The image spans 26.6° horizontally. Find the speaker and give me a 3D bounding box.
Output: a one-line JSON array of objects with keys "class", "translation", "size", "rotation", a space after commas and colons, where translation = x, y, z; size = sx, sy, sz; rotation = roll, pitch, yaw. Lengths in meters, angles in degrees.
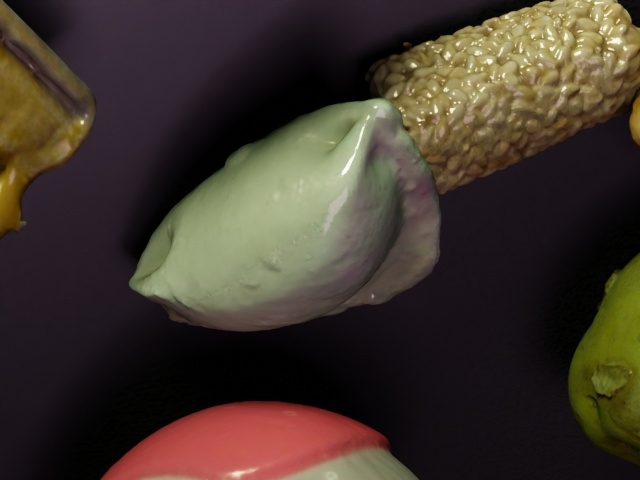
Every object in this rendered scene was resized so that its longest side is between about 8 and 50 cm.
[{"class": "speaker", "translation": [-0.027, 0.253, 0.857], "size": [0.294, 0.294, 0.294], "rotation": [-9, 126, -13]}]

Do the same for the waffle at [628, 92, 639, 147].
[{"class": "waffle", "translation": [0.399, -0.073, 0.789], "size": [0.348, 0.077, 0.304], "rotation": [37, 94, -5]}]

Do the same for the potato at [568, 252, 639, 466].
[{"class": "potato", "translation": [0.288, 0.064, 0.922], "size": [0.253, 0.148, 0.186], "rotation": [-41, 124, 12]}]

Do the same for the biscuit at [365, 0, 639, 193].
[{"class": "biscuit", "translation": [0.112, -0.089, 0.804], "size": [0.168, 0.070, 0.082], "rotation": [-20, 135, -10]}]

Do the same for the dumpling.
[{"class": "dumpling", "translation": [-0.008, -0.009, 0.794], "size": [0.216, 0.105, 0.149], "rotation": [-39, 163, 36]}]

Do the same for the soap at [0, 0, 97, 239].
[{"class": "soap", "translation": [-0.273, -0.058, 0.602], "size": [0.259, 0.143, 0.281], "rotation": [-45, 141, -4]}]
